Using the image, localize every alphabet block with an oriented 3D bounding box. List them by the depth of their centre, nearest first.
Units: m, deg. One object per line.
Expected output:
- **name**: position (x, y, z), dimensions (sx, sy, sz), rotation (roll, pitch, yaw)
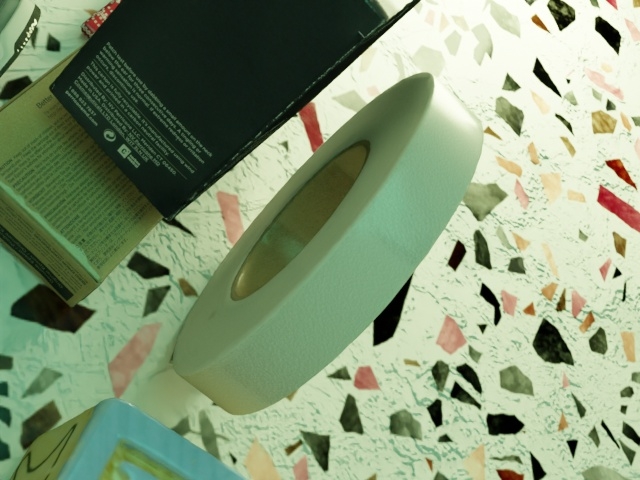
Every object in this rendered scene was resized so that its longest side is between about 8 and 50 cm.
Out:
- **alphabet block**: position (-0.183, 0.276, 0.816), dimensions (0.193, 0.197, 0.192), rotation (39, 54, -16)

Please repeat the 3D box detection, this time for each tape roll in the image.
- **tape roll**: position (0.000, 0.000, 0.944), dimensions (0.072, 0.392, 0.392), rotation (40, 53, -14)

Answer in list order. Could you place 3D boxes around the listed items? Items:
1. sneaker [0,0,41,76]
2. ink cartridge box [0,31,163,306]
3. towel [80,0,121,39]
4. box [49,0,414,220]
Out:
- **sneaker**: position (-0.414, -0.182, 0.905), dimensions (0.178, 0.124, 0.295), rotation (44, 52, -24)
- **ink cartridge box**: position (-0.245, -0.080, 0.995), dimensions (0.193, 0.088, 0.235), rotation (46, 51, -9)
- **towel**: position (-0.146, -0.255, 1.181), dimensions (0.199, 0.031, 0.275), rotation (49, 53, -11)
- **box**: position (-0.044, -0.232, 0.964), dimensions (0.179, 0.312, 0.343), rotation (49, 33, -6)
